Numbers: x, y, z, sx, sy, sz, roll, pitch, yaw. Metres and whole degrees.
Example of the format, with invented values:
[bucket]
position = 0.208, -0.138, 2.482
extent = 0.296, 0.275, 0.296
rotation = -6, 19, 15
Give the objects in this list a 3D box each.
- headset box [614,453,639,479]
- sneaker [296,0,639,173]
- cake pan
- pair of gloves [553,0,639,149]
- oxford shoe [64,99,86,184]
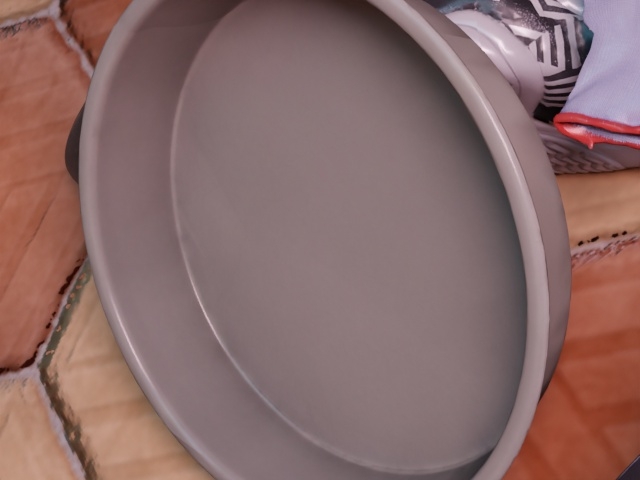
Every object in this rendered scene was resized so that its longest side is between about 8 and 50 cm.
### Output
[headset box]
position = 0.224, 0.159, 0.633
extent = 0.246, 0.131, 0.283
rotation = -42, 49, -18
[sneaker]
position = 0.162, -0.147, 0.866
extent = 0.366, 0.137, 0.210
rotation = 6, 70, 28
[cake pan]
position = 0.000, 0.000, 0.848
extent = 0.293, 0.054, 0.293
rotation = 17, 117, 38
[pair of gloves]
position = 0.197, -0.096, 0.739
extent = 0.198, 0.023, 0.159
rotation = 16, 79, 28
[oxford shoe]
position = -0.071, -0.113, 1.045
extent = 0.212, 0.076, 0.076
rotation = -47, 22, 7
